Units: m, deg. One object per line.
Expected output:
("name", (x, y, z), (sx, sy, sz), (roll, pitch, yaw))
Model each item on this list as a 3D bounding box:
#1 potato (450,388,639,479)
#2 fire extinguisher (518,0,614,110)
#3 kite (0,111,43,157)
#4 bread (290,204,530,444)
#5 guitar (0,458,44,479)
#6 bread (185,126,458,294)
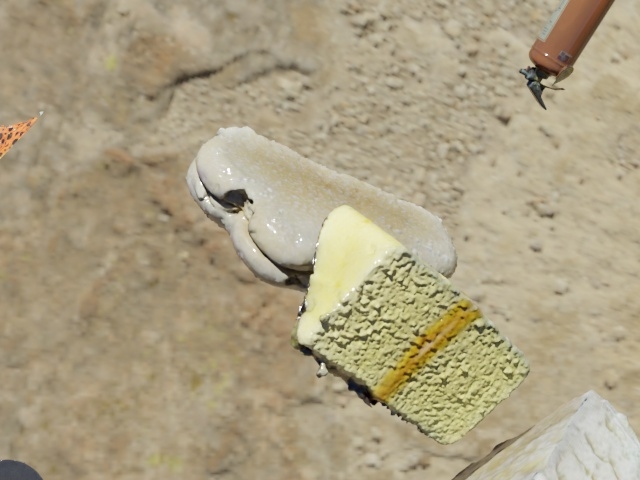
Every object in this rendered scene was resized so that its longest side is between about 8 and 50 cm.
("potato", (0.240, 0.329, 1.641), (0.264, 0.211, 0.189), (-34, 97, 34))
("fire extinguisher", (0.255, -0.215, 1.480), (0.177, 0.062, 0.050), (-59, 36, 15))
("kite", (-0.361, -0.061, 1.442), (0.222, 0.008, 0.125), (-3, 58, 41))
("bread", (0.101, 0.085, 1.562), (0.142, 0.266, 0.178), (-24, 45, 28))
("guitar", (-0.282, 0.224, 0.982), (0.233, 0.025, 0.088), (-23, 86, -12))
("bread", (0.003, -0.005, 1.701), (0.102, 0.337, 0.183), (-58, 16, 30))
